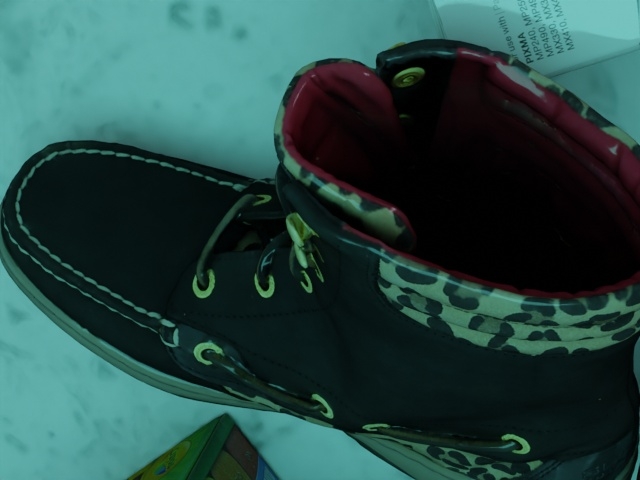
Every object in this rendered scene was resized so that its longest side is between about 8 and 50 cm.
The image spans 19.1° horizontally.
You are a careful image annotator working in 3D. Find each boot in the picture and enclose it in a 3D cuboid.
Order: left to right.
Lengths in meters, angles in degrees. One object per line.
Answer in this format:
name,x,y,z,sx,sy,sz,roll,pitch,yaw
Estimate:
boot,0.000,0.000,0.943,0.377,0.284,0.138,27,67,11

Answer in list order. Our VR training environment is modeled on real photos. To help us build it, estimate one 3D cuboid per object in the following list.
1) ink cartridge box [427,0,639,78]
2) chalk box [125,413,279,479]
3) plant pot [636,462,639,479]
ink cartridge box,0.172,-0.162,0.940,0.237,0.172,0.100,-17,102,14
chalk box,-0.080,0.235,1.095,0.289,0.180,0.179,-36,97,16
plant pot,0.262,0.125,1.003,0.191,0.174,0.191,3,106,9
